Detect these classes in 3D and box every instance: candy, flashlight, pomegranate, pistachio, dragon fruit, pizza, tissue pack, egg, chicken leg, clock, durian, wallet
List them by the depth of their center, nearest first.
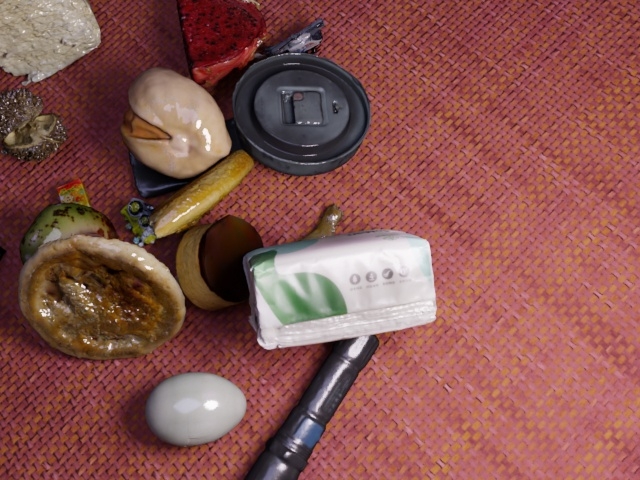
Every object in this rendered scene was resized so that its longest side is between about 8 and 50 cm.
[{"bbox_3d":[0.027,0.090,1.651,0.356,0.266,0.194,-9,96,-8],"label":"tissue pack"},{"bbox_3d":[-0.257,0.348,1.686,0.209,0.151,0.151,-4,70,-2],"label":"egg"},{"bbox_3d":[-0.016,0.353,1.689,0.103,0.103,0.424,29,74,15],"label":"flashlight"},{"bbox_3d":[-0.529,0.016,1.786,0.247,0.214,0.214,-2,64,45],"label":"pomegranate"},{"bbox_3d":[-0.252,-0.103,1.789,0.257,0.268,0.087,-38,99,2],"label":"pizza"},{"bbox_3d":[0.000,-0.001,1.835,0.084,0.069,0.198,21,67,11],"label":"chicken leg"},{"bbox_3d":[-0.329,-0.263,1.845,0.230,0.230,0.309,-40,45,-9],"label":"pistachio"},{"bbox_3d":[-0.046,-0.295,1.900,0.324,0.067,0.325,4,61,-7],"label":"clock"},{"bbox_3d":[-0.576,-0.081,1.934,0.062,0.038,0.122,-23,70,-2],"label":"candy"},{"bbox_3d":[-0.313,-0.198,1.956,0.285,0.030,0.146,-16,71,0],"label":"wallet"},{"bbox_3d":[-0.705,-0.279,1.958,0.166,0.196,0.196,-27,69,-14],"label":"durian"},{"bbox_3d":[-0.231,-0.476,1.989,0.204,0.152,0.317,-10,53,-7],"label":"dragon fruit"}]

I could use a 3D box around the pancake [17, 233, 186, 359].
[{"bbox_3d":[-0.466,0.126,1.720,0.355,0.356,0.065,-4,32,4],"label":"pancake"}]

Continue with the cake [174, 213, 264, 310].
[{"bbox_3d":[-0.240,0.049,1.790,0.178,0.185,0.208,-1,91,42],"label":"cake"}]

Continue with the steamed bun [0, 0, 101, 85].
[{"bbox_3d":[-0.722,-0.583,2.013,0.290,0.272,0.274,-17,69,-5],"label":"steamed bun"}]

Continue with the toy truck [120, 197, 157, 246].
[{"bbox_3d":[-0.414,-0.038,1.889,0.077,0.076,0.111,-38,72,10],"label":"toy truck"}]

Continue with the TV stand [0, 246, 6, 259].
[{"bbox_3d":[-0.842,0.106,1.867,0.082,0.088,0.270,26,75,14],"label":"TV stand"}]

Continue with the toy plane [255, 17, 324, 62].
[{"bbox_3d":[-0.070,-0.480,2.011,0.197,0.078,0.054,-21,71,13],"label":"toy plane"}]
